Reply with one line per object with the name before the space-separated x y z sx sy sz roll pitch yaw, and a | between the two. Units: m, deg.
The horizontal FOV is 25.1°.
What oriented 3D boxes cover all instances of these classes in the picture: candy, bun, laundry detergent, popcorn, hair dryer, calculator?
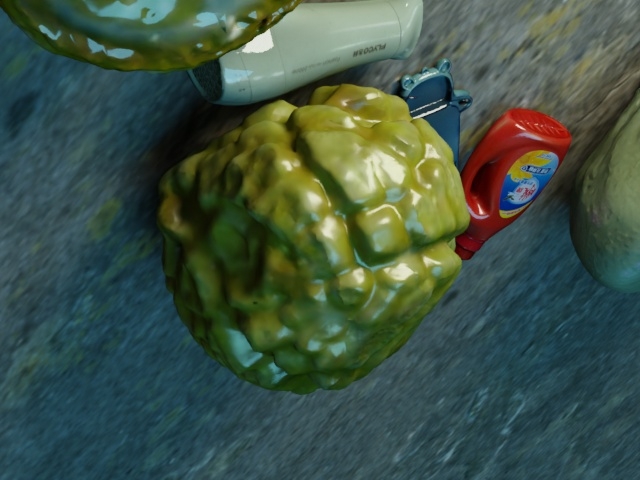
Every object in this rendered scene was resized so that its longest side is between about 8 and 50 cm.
candy | -0.107 -0.230 0.915 0.260 0.118 0.260 -12 129 -15
bun | 0.357 -0.076 1.405 0.283 0.179 0.283 -26 163 -9
laundry detergent | 0.166 -0.048 1.377 0.097 0.049 0.165 9 126 -34
popcorn | 0.000 0.000 1.156 0.258 0.224 0.270 -32 163 -4
hair dryer | 0.002 -0.221 1.072 0.206 0.075 0.237 -18 132 -32
calculator | 0.093 -0.101 1.290 0.094 0.019 0.141 -22 139 -17
